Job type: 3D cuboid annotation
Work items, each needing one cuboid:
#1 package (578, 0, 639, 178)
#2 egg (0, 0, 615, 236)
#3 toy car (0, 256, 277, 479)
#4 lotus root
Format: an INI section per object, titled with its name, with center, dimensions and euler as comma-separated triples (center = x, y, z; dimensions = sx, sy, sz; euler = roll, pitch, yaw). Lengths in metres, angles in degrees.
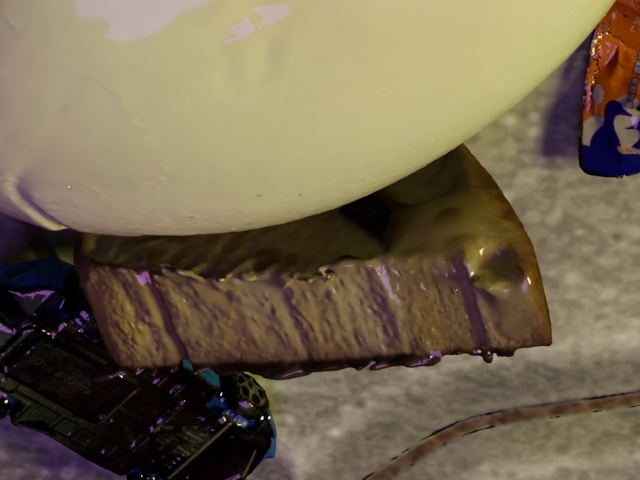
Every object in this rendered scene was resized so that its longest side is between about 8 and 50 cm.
[package]
center = 0.172, -0.077, 0.964
dimensions = 0.077, 0.033, 0.111
euler = 20, 116, 19
[egg]
center = -0.030, -0.148, 0.774
dimensions = 0.345, 0.283, 0.283
euler = -11, 127, -2
[toy car]
center = -0.115, 0.082, 1.087
dimensions = 0.103, 0.063, 0.216
euler = -42, 128, 19
[lotus root]
center = 0.000, 0.000, 0.953
dimensions = 0.260, 0.170, 0.074
euler = -7, 120, 23
